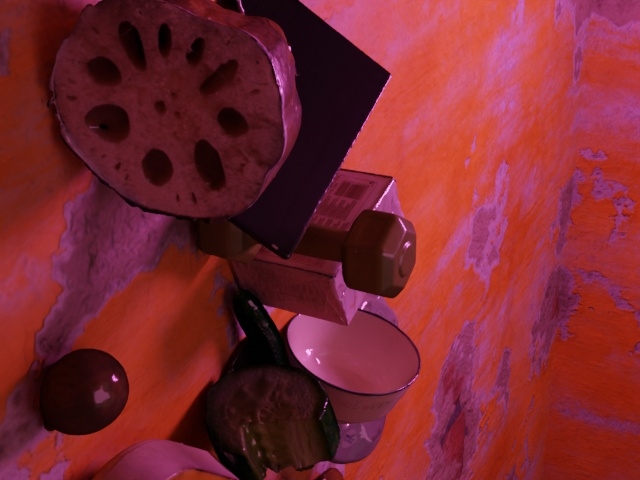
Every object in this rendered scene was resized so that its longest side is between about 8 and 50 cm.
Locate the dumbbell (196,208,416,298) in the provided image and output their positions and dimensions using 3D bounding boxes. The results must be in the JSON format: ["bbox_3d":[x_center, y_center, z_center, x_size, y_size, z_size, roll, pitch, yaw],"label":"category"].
[{"bbox_3d":[-0.021,-0.003,1.255,0.121,0.302,0.108,-64,151,-29],"label":"dumbbell"}]

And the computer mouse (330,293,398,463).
[{"bbox_3d":[0.060,0.259,1.777,0.197,0.095,0.331,37,60,-47],"label":"computer mouse"}]

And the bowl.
[{"bbox_3d":[0.041,0.227,1.602,0.238,0.238,0.126,-34,147,-54],"label":"bowl"}]

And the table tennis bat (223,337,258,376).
[{"bbox_3d":[-0.095,0.274,1.556,0.173,0.022,0.301,-58,147,-34],"label":"table tennis bat"}]

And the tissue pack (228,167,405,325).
[{"bbox_3d":[0.000,0.000,1.434,0.225,0.185,0.124,-57,144,-36],"label":"tissue pack"}]

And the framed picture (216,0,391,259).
[{"bbox_3d":[-0.070,-0.175,1.213,0.014,0.255,0.338,-33,-155,58],"label":"framed picture"}]

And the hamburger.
[{"bbox_3d":[-0.213,0.381,1.238,0.295,0.151,0.227,39,63,-52],"label":"hamburger"}]

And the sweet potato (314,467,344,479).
[{"bbox_3d":[-0.004,0.495,1.794,0.226,0.068,0.068,-25,124,-57],"label":"sweet potato"}]

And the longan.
[{"bbox_3d":[-0.277,0.179,1.081,0.119,0.106,0.106,-43,165,24],"label":"longan"}]

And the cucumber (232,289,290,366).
[{"bbox_3d":[-0.082,0.178,1.472,0.056,0.056,0.284,-56,143,-36],"label":"cucumber"}]

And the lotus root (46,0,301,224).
[{"bbox_3d":[-0.138,-0.173,1.034,0.192,0.272,0.272,-64,154,-52],"label":"lotus root"}]

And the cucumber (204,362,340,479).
[{"bbox_3d":[-0.074,0.278,1.397,0.191,0.191,0.130,-55,145,-37],"label":"cucumber"}]
